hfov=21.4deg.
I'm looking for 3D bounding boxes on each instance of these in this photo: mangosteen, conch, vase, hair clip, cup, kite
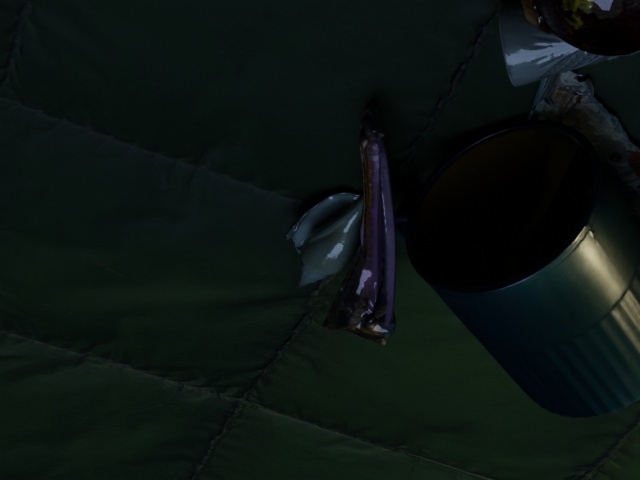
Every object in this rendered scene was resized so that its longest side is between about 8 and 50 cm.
[{"bbox_3d":[0.269,-0.285,1.666,0.217,0.192,0.192,30,159,42],"label":"mangosteen"},{"bbox_3d":[0.004,-0.003,2.147,0.088,0.065,0.180,30,126,-1],"label":"conch"},{"bbox_3d":[0.304,-0.225,1.785,0.219,0.096,0.096,-8,139,16],"label":"vase"},{"bbox_3d":[0.062,-0.002,2.046,0.095,0.110,0.359,20,135,13],"label":"hair clip"},{"bbox_3d":[0.247,0.050,1.998,0.308,0.242,0.292,-17,135,28],"label":"cup"},{"bbox_3d":[0.359,-0.083,2.005,0.368,0.014,0.406,-22,130,35],"label":"kite"}]
